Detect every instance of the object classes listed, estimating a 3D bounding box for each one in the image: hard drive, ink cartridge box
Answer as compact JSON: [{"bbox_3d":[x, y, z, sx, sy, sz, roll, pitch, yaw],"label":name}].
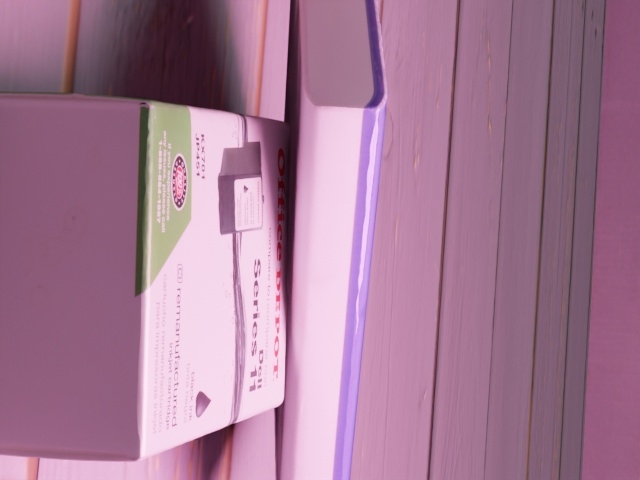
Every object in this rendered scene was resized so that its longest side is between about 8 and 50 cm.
[{"bbox_3d":[0.000,0.000,0.998,0.210,0.040,0.318,-93,-174,-52],"label":"hard drive"},{"bbox_3d":[-0.082,0.013,0.826,0.208,0.087,0.153,-7,99,-75],"label":"ink cartridge box"}]
